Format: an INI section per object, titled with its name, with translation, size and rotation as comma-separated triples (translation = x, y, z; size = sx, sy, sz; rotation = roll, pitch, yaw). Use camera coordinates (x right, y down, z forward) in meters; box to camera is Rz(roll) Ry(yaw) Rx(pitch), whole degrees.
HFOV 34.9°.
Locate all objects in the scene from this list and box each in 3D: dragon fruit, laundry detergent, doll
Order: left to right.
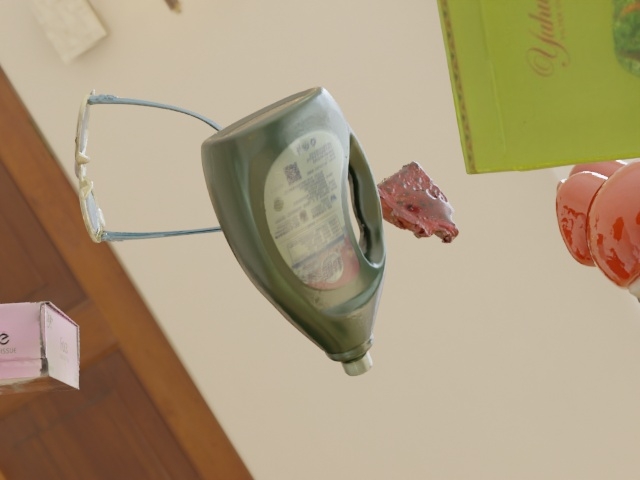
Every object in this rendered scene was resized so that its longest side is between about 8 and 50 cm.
[laundry detergent]
translation = 0.000, 0.000, 0.760
size = 0.063, 0.211, 0.137
rotation = -6, 23, 48
[dragon fruit]
translation = 0.127, -0.039, 1.392
size = 0.097, 0.131, 0.063
rotation = -40, -3, 6
[doll]
translation = 0.300, -0.011, 0.865
size = 0.161, 0.130, 0.290
rotation = -11, 23, -27

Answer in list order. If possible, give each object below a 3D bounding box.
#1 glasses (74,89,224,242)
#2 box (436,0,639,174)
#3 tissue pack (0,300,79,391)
[glasses]
translation = -0.203, -0.076, 1.223
size = 0.220, 0.190, 0.088
rotation = 9, 25, 19
[box]
translation = 0.222, -0.142, 0.550
size = 0.335, 0.187, 0.047
rotation = -4, 15, 32
[tissue pack]
translation = -0.389, 0.138, 1.256
size = 0.148, 0.093, 0.246
rotation = -3, -11, -6
